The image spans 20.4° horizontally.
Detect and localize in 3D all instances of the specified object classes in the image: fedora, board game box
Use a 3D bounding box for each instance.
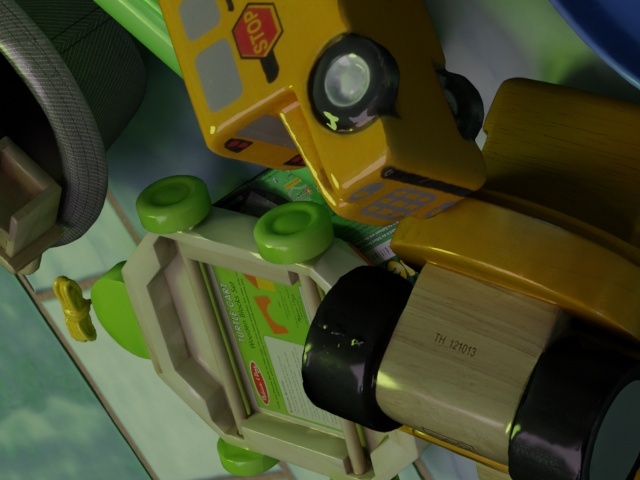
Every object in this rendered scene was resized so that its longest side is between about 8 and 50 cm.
[{"bbox_3d":[-0.227,-0.124,1.369,0.244,0.124,0.275,50,149,-1],"label":"fedora"},{"bbox_3d":[0.000,0.000,1.337,0.136,0.030,0.259,55,143,-5],"label":"board game box"}]

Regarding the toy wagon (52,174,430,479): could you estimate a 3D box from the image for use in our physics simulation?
[{"bbox_3d":[-0.065,0.071,1.387,0.344,0.068,0.267,14,133,37],"label":"toy wagon"}]

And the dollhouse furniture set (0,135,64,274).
[{"bbox_3d":[-0.419,0.010,1.291,0.303,0.355,0.174,41,149,11],"label":"dollhouse furniture set"}]

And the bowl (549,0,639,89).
[{"bbox_3d":[0.205,-0.236,0.803,0.391,0.077,0.391,38,140,41],"label":"bowl"}]

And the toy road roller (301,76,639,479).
[{"bbox_3d":[0.164,0.048,1.119,0.202,0.241,0.329,19,172,32],"label":"toy road roller"}]

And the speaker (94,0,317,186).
[{"bbox_3d":[-0.074,-0.170,1.177,0.296,0.131,0.131,41,143,9],"label":"speaker"}]

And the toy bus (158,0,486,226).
[{"bbox_3d":[-0.023,-0.159,1.023,0.130,0.108,0.333,-30,68,27],"label":"toy bus"}]
